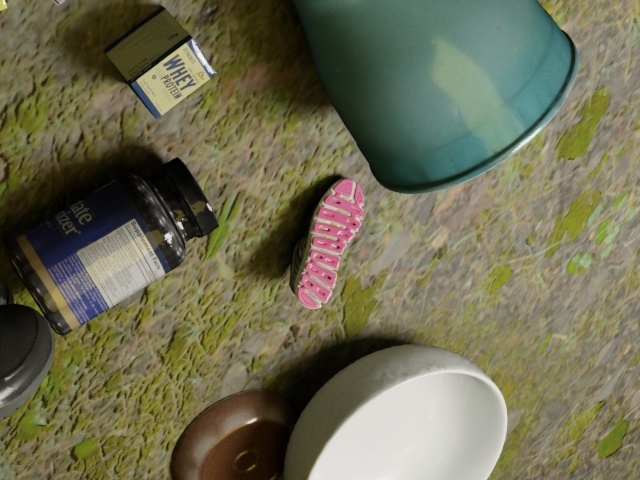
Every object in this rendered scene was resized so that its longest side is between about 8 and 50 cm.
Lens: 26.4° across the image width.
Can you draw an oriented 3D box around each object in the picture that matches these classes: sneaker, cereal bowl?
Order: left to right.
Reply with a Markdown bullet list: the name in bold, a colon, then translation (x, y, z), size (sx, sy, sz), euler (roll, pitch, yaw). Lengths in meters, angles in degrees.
- **sneaker**: translation (-0.398, 0.122, 1.340), size (0.340, 0.125, 0.140), euler (-24, 135, -45)
- **sneaker**: translation (0.000, 0.000, 1.728), size (0.063, 0.075, 0.170), euler (19, 88, -22)
- **cereal bowl**: translation (0.089, 0.279, 1.925), size (0.338, 0.141, 0.339), euler (-19, 131, -24)

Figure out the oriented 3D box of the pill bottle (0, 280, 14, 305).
- **pill bottle**: translation (-0.392, 0.064, 1.497), size (0.086, 0.086, 0.152), euler (-40, 134, -2)

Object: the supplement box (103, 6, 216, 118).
- **supplement box**: translation (-0.171, -0.190, 1.457), size (0.083, 0.083, 0.056), euler (-38, 134, -4)

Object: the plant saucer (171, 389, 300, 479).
- **plant saucer**: translation (-0.108, 0.296, 1.887), size (0.198, 0.036, 0.199), euler (-18, 130, -22)

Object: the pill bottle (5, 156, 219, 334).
- **pill bottle**: translation (-0.230, 0.002, 1.532), size (0.219, 0.123, 0.123), euler (-32, 134, -10)

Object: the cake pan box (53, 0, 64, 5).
- **cake pan box**: translation (-0.248, -0.391, 1.274), size (0.246, 0.070, 0.267), euler (-46, 134, 1)

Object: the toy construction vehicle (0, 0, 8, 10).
- **toy construction vehicle**: translation (-0.351, -0.255, 1.327), size (0.085, 0.035, 0.098), euler (-24, 132, -17)

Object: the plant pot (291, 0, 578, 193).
- **plant pot**: translation (0.103, -0.236, 1.498), size (0.271, 0.271, 0.255), euler (-40, 119, -2)
